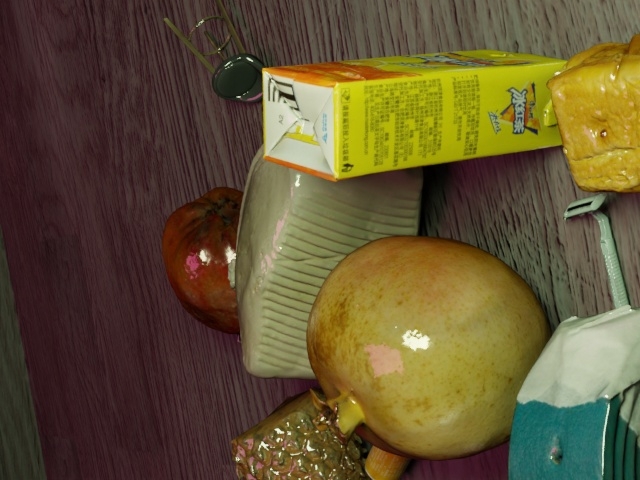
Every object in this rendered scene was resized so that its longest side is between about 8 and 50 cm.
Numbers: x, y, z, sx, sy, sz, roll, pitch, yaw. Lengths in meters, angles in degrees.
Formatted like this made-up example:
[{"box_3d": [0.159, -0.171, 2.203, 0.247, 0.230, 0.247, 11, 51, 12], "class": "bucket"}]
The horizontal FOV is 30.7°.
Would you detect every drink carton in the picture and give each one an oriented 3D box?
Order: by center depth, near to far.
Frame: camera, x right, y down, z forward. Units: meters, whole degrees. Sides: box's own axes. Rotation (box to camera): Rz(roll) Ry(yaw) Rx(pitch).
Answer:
[{"box_3d": [0.118, -0.152, 1.351, 0.155, 0.351, 0.111, 21, 115, 51], "class": "drink carton"}]

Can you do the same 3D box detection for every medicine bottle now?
[{"box_3d": [0.125, 0.272, 1.711, 0.074, 0.074, 0.218, 53, 139, 33], "class": "medicine bottle"}]

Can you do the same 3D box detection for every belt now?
[{"box_3d": [0.351, 0.279, 1.179, 0.173, 0.300, 0.436, -24, 79, 55], "class": "belt"}]

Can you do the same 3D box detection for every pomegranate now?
[{"box_3d": [0.123, 0.140, 1.455, 0.319, 0.319, 0.319, 21, 116, 52], "class": "pomegranate"}]

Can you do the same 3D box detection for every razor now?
[{"box_3d": [0.345, 0.050, 1.371, 0.084, 0.036, 0.211, 157, 95, -79], "class": "razor"}]

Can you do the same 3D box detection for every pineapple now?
[{"box_3d": [0.016, 0.414, 1.829, 0.362, 0.202, 0.202, 58, 142, 7], "class": "pineapple"}]

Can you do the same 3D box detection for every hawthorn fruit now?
[{"box_3d": [-0.152, 0.051, 1.933, 0.224, 0.224, 0.260, 36, 140, 45], "class": "hawthorn fruit"}]

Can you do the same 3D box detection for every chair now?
[{"box_3d": [-0.173, -0.317, 1.956, 0.221, 0.095, 0.104, 53, 150, 32], "class": "chair"}]

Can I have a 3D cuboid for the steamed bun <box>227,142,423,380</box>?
[{"box_3d": [-0.002, 0.001, 1.678, 0.236, 0.247, 0.383, -116, 32, -56], "class": "steamed bun"}]

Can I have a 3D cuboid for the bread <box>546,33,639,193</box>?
[{"box_3d": [0.374, -0.136, 1.181, 0.294, 0.132, 0.166, -1, 99, 54], "class": "bread"}]
